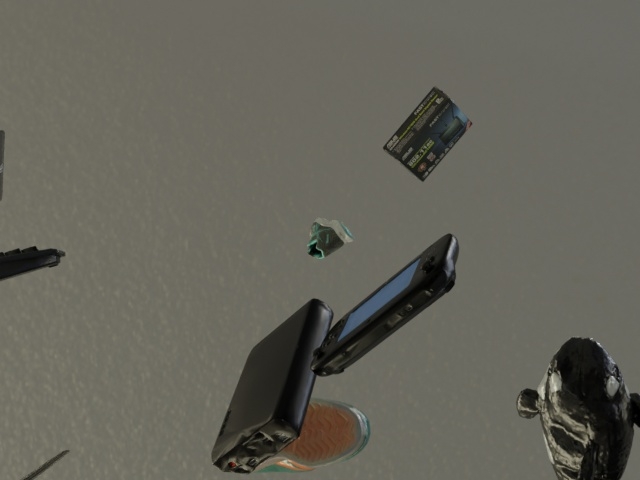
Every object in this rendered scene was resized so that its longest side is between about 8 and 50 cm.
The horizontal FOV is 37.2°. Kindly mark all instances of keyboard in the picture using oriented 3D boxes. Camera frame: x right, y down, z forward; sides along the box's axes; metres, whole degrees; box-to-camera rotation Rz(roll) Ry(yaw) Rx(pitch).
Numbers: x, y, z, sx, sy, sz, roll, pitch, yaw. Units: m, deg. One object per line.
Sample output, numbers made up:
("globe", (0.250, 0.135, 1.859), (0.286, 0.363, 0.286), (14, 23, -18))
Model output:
("keyboard", (-0.358, 0.048, 0.776), (0.202, 0.033, 0.317), (-19, -177, -40))

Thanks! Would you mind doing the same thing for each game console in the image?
("game console", (0.017, 0.106, 1.045), (0.044, 0.361, 0.213), (40, -149, -15))

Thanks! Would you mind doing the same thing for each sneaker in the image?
("sneaker", (-0.021, 0.310, 1.507), (0.121, 0.302, 0.108), (10, -111, -45))
("sneaker", (0.000, 0.000, 1.808), (0.076, 0.166, 0.065), (-42, -82, -13))

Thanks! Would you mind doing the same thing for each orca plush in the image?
("orca plush", (0.283, 0.247, 1.080), (0.151, 0.287, 0.102), (19, -139, 11))

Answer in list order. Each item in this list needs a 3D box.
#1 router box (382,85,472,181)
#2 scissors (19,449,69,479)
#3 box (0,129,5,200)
("router box", (0.163, -0.159, 1.432), (0.122, 0.092, 0.038), (-51, -127, 6))
("scissors", (-0.458, 0.370, 1.274), (0.297, 0.021, 0.109), (-30, -169, 22))
("box", (-0.414, -0.070, 0.920), (0.180, 0.077, 0.147), (5, -167, -6))
